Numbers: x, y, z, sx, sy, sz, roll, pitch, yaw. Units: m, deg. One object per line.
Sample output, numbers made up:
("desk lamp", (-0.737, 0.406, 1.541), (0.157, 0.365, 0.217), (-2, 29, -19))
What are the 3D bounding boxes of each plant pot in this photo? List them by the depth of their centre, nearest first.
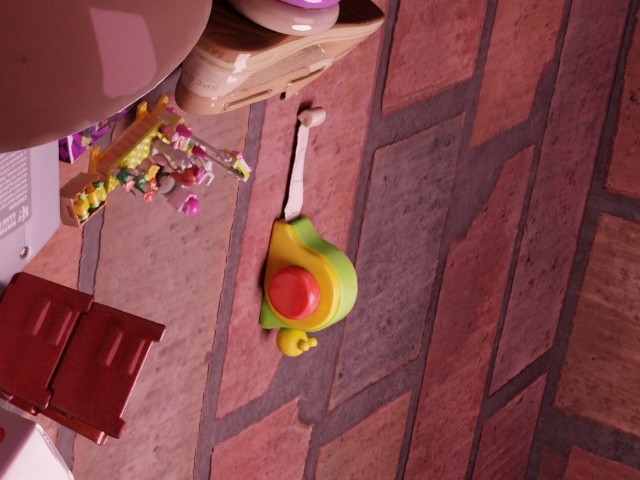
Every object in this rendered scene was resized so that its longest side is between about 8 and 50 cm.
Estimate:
("plant pot", (-0.255, -0.233, 1.611), (0.284, 0.284, 0.191), (-54, 136, -33))

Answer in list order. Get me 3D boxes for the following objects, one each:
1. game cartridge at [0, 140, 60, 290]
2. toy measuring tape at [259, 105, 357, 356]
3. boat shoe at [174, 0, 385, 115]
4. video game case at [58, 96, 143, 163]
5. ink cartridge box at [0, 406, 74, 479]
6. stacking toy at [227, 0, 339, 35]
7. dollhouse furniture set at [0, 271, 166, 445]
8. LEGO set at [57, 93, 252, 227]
("game cartridge", (-0.348, -0.015, 1.814), (0.297, 0.062, 0.198), (-41, 147, -48))
("toy measuring tape", (0.000, 0.000, 2.491), (0.121, 0.121, 0.330), (-24, 129, -59))
("boat shoe", (-0.052, -0.223, 2.225), (0.341, 0.121, 0.110), (-22, 144, -52))
("video game case", (-0.214, -0.226, 1.949), (0.210, 0.041, 0.232), (-48, 148, -41))
("ink cartridge box", (-0.379, 0.210, 1.637), (0.201, 0.278, 0.117), (-58, 154, -26))
("stacking toy", (0.008, -0.388, 2.085), (0.141, 0.141, 0.330), (-30, 150, -55))
("dollhouse furniture set", (-0.298, 0.228, 1.884), (0.201, 0.152, 0.374), (150, -37, -79))
("LEGO set", (-0.158, -0.069, 2.048), (0.132, 0.107, 0.287), (-63, 166, 15))
